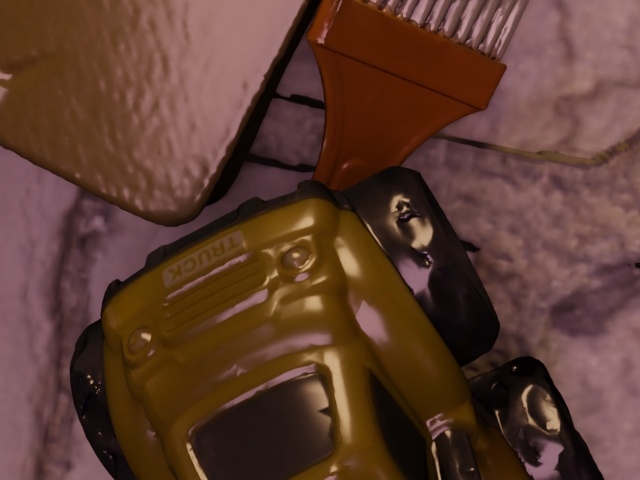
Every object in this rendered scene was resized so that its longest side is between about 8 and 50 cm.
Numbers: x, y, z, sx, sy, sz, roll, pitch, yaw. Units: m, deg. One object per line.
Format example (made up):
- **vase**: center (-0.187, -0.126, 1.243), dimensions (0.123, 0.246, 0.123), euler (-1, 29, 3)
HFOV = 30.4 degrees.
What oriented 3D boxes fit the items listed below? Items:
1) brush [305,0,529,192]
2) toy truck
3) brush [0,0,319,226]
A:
- **brush**: center (0.000, 0.000, 0.467), dimensions (0.090, 0.017, 0.314), euler (16, 107, -33)
- **toy truck**: center (0.020, 0.098, 0.401), dimensions (0.147, 0.165, 0.224), euler (-27, 127, 9)
- **brush**: center (-0.056, -0.114, 0.450), dimensions (0.123, 0.059, 0.197), euler (28, 99, 3)
